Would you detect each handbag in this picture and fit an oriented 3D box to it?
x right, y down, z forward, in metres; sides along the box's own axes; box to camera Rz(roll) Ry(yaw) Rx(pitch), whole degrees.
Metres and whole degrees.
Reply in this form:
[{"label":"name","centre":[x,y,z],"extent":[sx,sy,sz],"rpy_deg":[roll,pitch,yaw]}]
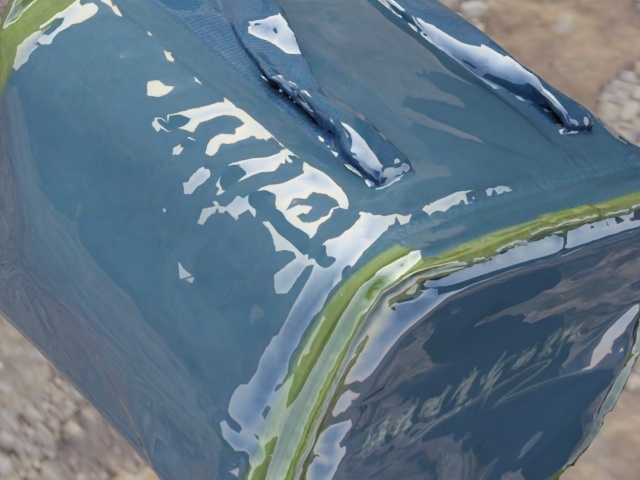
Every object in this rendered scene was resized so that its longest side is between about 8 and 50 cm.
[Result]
[{"label":"handbag","centre":[0.000,0.000,0.864],"extent":[0.263,0.241,0.222],"rpy_deg":[-13,135,-44]}]
